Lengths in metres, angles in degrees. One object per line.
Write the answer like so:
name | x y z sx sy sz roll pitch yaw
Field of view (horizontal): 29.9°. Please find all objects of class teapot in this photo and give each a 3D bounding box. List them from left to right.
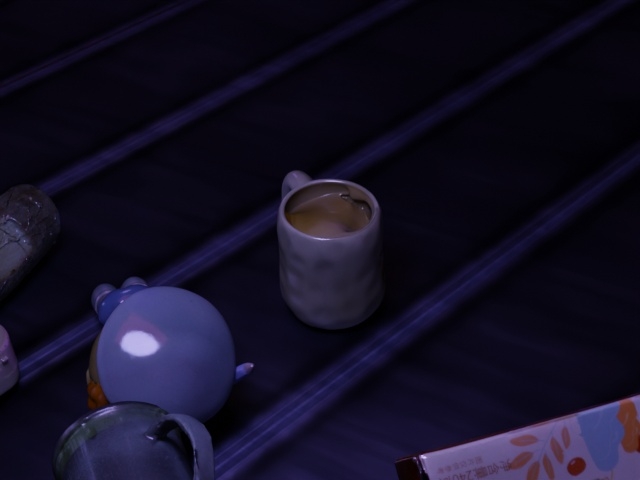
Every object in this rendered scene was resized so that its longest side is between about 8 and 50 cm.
teapot | -0.216 0.341 1.532 0.200 0.270 0.337 13 26 -33

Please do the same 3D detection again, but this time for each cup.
cup | -0.012 0.011 1.956 0.255 0.202 0.173 29 49 33

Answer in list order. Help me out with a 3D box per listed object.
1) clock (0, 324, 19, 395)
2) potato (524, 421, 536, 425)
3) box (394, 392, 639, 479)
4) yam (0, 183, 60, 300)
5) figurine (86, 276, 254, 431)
clock | -0.655 0.196 1.851 0.309 0.114 0.284 26 49 33
potato | 0.373 0.336 1.572 0.369 0.176 0.195 0 16 -9
box | 0.321 0.374 1.404 0.385 0.122 0.344 -13 79 -12
yam | -0.562 0.025 2.026 0.154 0.154 0.254 15 41 21
figurine | -0.287 0.144 1.817 0.225 0.205 0.382 -19 27 -29
